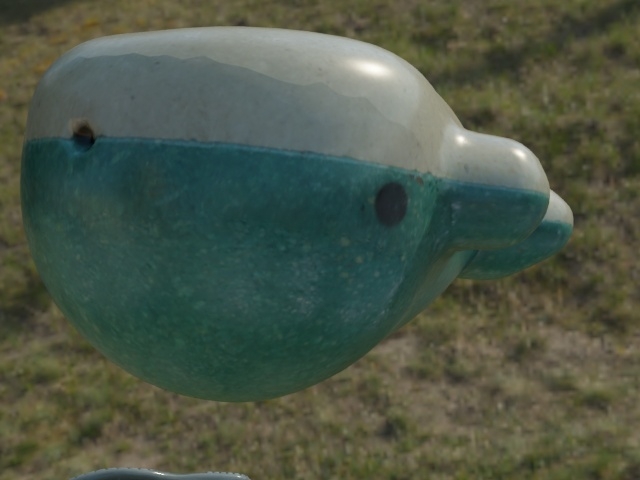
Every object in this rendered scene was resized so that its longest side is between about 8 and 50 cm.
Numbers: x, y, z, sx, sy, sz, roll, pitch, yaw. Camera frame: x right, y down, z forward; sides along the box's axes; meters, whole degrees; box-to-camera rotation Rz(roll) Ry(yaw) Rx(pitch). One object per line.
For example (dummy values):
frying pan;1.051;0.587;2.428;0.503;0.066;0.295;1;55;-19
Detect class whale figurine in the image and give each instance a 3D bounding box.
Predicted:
whale figurine;0.000;0.000;0.539;0.216;0.141;0.272;3;-6;39

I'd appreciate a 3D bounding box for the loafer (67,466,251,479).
loafer;-0.198;0.320;1.489;0.251;0.087;0.094;4;-22;-19
